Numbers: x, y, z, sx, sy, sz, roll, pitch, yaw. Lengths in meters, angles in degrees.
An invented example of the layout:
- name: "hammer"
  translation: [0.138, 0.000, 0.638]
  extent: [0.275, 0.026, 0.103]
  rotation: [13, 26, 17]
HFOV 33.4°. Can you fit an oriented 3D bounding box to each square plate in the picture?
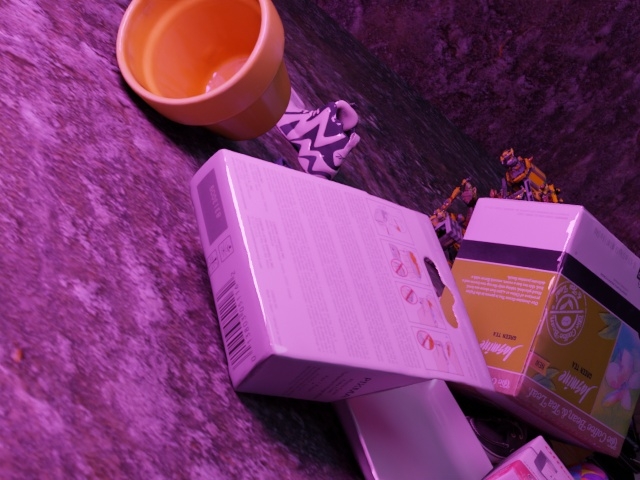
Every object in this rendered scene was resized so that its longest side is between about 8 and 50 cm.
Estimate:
- name: "square plate"
  translation: [0.119, 0.262, 1.444]
  extent: [0.347, 0.049, 0.344]
  rotation: [31, 24, -41]

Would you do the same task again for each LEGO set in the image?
- name: "LEGO set"
  translation: [0.332, -0.065, 2.301]
  extent: [0.192, 0.331, 0.255]
  rotation: [35, 41, -28]

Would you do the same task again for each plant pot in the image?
- name: "plant pot"
  translation: [-0.162, -0.278, 1.709]
  extent: [0.254, 0.254, 0.239]
  rotation: [55, 3, 26]

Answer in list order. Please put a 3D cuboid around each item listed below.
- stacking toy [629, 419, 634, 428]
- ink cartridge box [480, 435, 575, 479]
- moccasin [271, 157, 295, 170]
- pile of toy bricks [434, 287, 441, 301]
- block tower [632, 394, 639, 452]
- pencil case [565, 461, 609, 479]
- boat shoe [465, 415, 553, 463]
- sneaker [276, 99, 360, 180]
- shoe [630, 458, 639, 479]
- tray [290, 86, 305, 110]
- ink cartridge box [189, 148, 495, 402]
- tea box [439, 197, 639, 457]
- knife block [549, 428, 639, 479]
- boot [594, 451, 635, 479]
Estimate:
- name: "stacking toy"
  translation: [0.761, 0.299, 2.408]
  extent: [0.141, 0.330, 0.141]
  rotation: [41, 17, -16]
- name: "ink cartridge box"
  translation: [0.284, 0.359, 1.391]
  extent: [0.158, 0.092, 0.218]
  rotation: [54, 15, 12]
- name: "moccasin"
  translation: [0.000, 0.000, 1.554]
  extent: [0.342, 0.117, 0.137]
  rotation: [44, 11, 25]
- name: "pile of toy bricks"
  translation: [0.253, 0.181, 1.897]
  extent: [0.212, 0.118, 0.105]
  rotation: [51, 53, -24]
- name: "block tower"
  translation: [0.648, 0.437, 1.971]
  extent: [0.091, 0.097, 0.335]
  rotation: [43, 38, -70]
- name: "pencil case"
  translation: [0.408, 0.432, 1.678]
  extent: [0.104, 0.104, 0.236]
  rotation: [48, 19, 4]
- name: "boat shoe"
  translation: [0.301, 0.317, 1.705]
  extent: [0.228, 0.076, 0.080]
  rotation: [32, 22, -40]
- name: "sneaker"
  translation: [0.004, -0.238, 2.118]
  extent: [0.094, 0.153, 0.235]
  rotation: [33, 22, -42]
- name: "shoe"
  translation: [0.669, 0.501, 2.198]
  extent: [0.219, 0.058, 0.076]
  rotation: [35, 21, -34]
- name: "tray"
  translation: [-0.120, -0.335, 2.255]
  extent: [0.270, 0.030, 0.145]
  rotation: [19, 33, -57]
- name: "ink cartridge box"
  translation: [0.030, 0.064, 1.389]
  extent: [0.385, 0.091, 0.308]
  rotation: [15, 44, -39]
- name: "tea box"
  translation: [0.379, 0.145, 1.776]
  extent: [0.329, 0.324, 0.220]
  rotation: [31, -14, -39]
- name: "knife block"
  translation: [0.460, 0.365, 2.003]
  extent: [0.275, 0.242, 0.088]
  rotation: [2, 14, 8]
- name: "boot"
  translation: [0.573, 0.422, 2.135]
  extent: [0.137, 0.077, 0.198]
  rotation: [31, 23, -55]
